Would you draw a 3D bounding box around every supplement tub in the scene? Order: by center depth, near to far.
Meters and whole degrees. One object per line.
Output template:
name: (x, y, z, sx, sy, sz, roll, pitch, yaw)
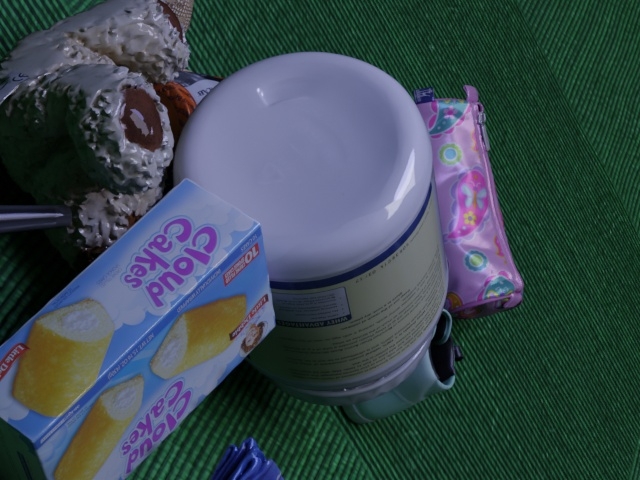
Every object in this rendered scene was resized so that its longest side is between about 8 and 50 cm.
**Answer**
supplement tub: (0.000, 0.000, 1.718, 0.325, 0.235, 0.235, 76, 13, -58)
supplement tub: (-0.112, -0.107, 1.801, 0.190, 0.117, 0.117, 4, 71, -59)

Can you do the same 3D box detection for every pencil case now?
pencil case: (0.170, -0.044, 2.228, 0.124, 0.124, 0.284, 8, 68, -57)

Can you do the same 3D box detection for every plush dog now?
plush dog: (-0.209, -0.069, 1.589, 0.262, 0.210, 0.225, -89, 166, -57)

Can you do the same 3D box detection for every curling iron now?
curling iron: (-0.316, 0.001, 1.404, 0.274, 0.035, 0.068, -12, 79, -40)

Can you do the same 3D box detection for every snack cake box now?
snack cake box: (-0.158, 0.093, 1.472, 0.264, 0.089, 0.152, -45, 150, -25)

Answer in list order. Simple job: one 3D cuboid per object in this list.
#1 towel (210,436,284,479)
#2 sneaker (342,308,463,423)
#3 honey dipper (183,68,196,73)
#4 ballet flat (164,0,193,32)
towel: (-0.060, 0.340, 1.541, 0.243, 0.040, 0.336, -59, 147, -20)
sneaker: (0.068, 0.060, 1.970, 0.094, 0.151, 0.256, -14, 85, -58)
honey dipper: (-0.125, -0.171, 1.906, 0.161, 0.030, 0.030, 20, 57, -50)
ballet flat: (-0.162, -0.320, 1.888, 0.073, 0.067, 0.206, -16, 88, -61)
